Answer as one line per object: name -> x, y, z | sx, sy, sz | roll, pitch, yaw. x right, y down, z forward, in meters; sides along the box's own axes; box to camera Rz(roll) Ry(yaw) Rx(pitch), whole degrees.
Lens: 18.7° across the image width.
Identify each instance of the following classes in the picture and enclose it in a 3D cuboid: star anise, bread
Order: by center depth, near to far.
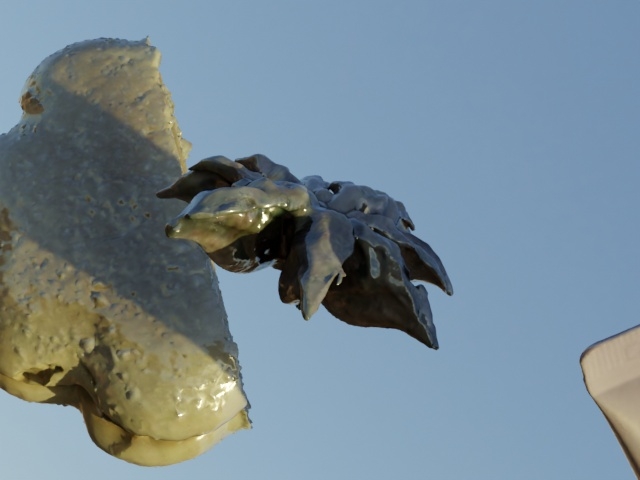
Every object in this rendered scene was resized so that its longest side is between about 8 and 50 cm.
star anise -> 0.000, 0.000, 1.094 | 0.204, 0.061, 0.180 | 15, 23, -34
bread -> -0.160, 0.007, 1.341 | 0.102, 0.183, 0.337 | 87, -12, -56

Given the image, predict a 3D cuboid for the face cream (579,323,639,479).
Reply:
face cream -> 0.233, 0.129, 1.024 | 0.096, 0.154, 0.274 | -111, -179, -54
